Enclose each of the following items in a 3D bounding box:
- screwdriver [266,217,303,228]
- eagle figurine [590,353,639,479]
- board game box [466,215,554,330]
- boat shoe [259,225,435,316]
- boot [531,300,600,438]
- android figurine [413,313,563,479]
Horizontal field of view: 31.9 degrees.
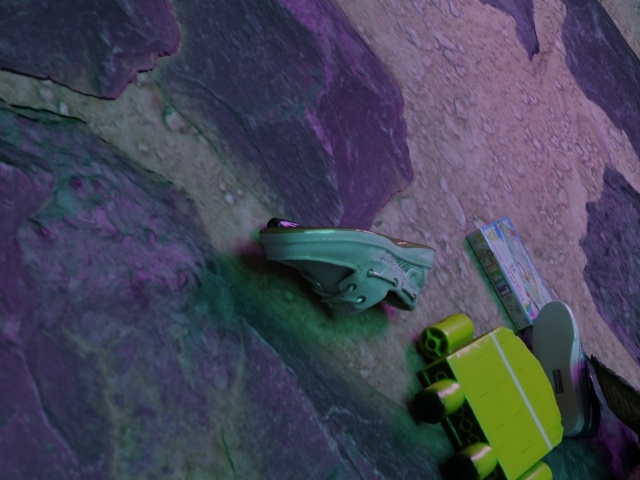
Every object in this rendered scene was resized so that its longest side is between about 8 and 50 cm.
[{"bbox_3d":[0.000,0.000,1.297,0.170,0.025,0.024,15,53,-46],"label":"screwdriver"},{"bbox_3d":[0.464,0.281,1.538,0.298,0.225,0.226,4,33,-31],"label":"eagle figurine"},{"bbox_3d":[0.278,0.045,1.625,0.103,0.026,0.154,-20,81,-57],"label":"board game box"},{"bbox_3d":[0.037,0.038,1.251,0.277,0.098,0.096,11,85,-49],"label":"boat shoe"},{"bbox_3d":[0.346,0.183,1.567,0.086,0.069,0.190,21,64,-51],"label":"boot"},{"bbox_3d":[0.214,0.205,1.387,0.273,0.056,0.248,-20,81,-56],"label":"android figurine"}]
